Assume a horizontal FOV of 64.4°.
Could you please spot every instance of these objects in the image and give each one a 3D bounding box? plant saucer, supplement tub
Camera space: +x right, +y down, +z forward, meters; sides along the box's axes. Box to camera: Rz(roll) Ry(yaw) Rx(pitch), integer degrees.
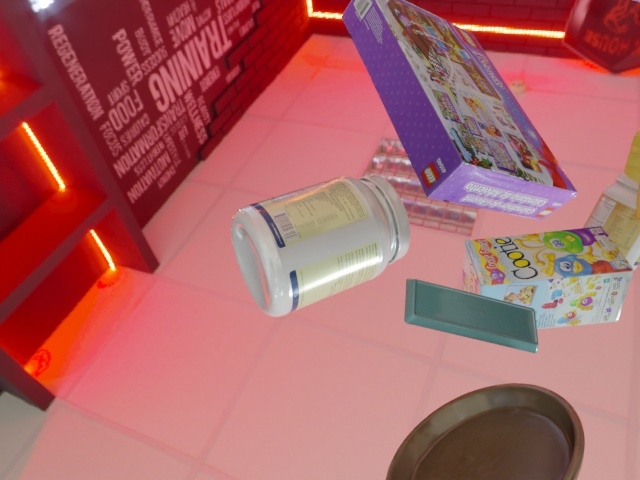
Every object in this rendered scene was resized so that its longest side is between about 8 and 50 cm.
[{"bbox_3d":[0.206,0.099,0.683,0.191,0.018,0.067,15,-123,-8],"label":"plant saucer"},{"bbox_3d":[0.000,0.000,1.072,0.324,0.236,0.235,-20,-133,-22],"label":"supplement tub"},{"bbox_3d":[0.213,0.295,0.674,0.277,0.041,0.278,-31,-170,6],"label":"plant saucer"},{"bbox_3d":[0.704,-0.044,1.177,0.144,0.200,0.144,17,-159,-7],"label":"supplement tub"}]

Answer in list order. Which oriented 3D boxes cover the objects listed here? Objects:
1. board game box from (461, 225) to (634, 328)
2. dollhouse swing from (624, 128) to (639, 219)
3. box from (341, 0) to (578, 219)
[{"bbox_3d":[0.440,0.080,1.024,0.275,0.144,0.142,-6,-142,4],"label":"board game box"},{"bbox_3d":[0.756,-0.177,0.883,0.347,0.305,0.315,-46,-146,-10],"label":"dollhouse swing"},{"bbox_3d":[0.157,-0.165,0.599,0.200,0.057,0.293,6,-128,-34],"label":"box"}]
